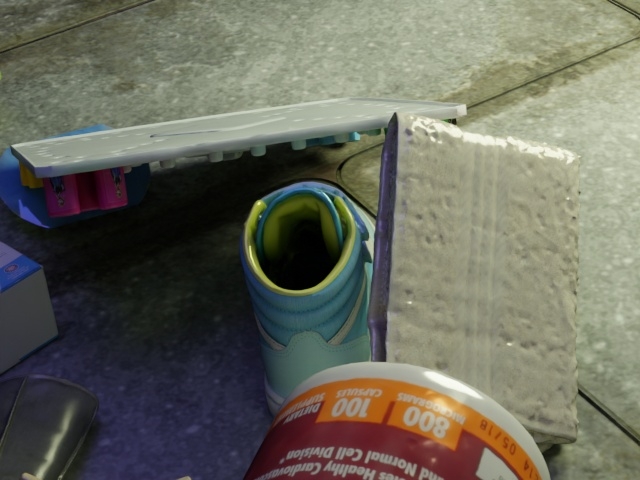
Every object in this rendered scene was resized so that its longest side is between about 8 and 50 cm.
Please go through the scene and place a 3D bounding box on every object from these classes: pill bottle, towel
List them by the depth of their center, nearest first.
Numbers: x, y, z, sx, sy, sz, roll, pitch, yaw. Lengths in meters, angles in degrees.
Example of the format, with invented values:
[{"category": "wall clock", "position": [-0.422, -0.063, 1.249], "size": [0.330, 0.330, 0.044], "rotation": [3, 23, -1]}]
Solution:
[{"category": "pill bottle", "position": [0.008, 0.283, 0.938], "size": [0.224, 0.224, 0.392], "rotation": [7, 38, 17]}, {"category": "towel", "position": [0.137, 0.037, 1.243], "size": [0.187, 0.049, 0.282], "rotation": [11, 71, -17]}]

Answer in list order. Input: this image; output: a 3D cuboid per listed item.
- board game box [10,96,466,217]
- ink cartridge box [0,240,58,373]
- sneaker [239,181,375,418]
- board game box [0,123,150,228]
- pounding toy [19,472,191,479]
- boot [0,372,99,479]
[{"category": "board game box", "position": [-0.099, -0.090, 1.431], "size": [0.389, 0.050, 0.390], "rotation": [-9, 9, -14]}, {"category": "ink cartridge box", "position": [-0.341, 0.054, 1.405], "size": [0.143, 0.090, 0.092], "rotation": [26, 47, 37]}, {"category": "sneaker", "position": [0.000, 0.000, 1.331], "size": [0.127, 0.208, 0.319], "rotation": [-6, 36, 4]}, {"category": "board game box", "position": [-0.272, -0.062, 1.596], "size": [0.168, 0.033, 0.133], "rotation": [-17, 53, -20]}, {"category": "pounding toy", "position": [-0.149, 0.242, 1.118], "size": [0.130, 0.100, 0.141], "rotation": [-16, 38, -14]}, {"category": "boot", "position": [-0.300, 0.196, 1.225], "size": [0.189, 0.076, 0.208], "rotation": [9, 44, -3]}]
